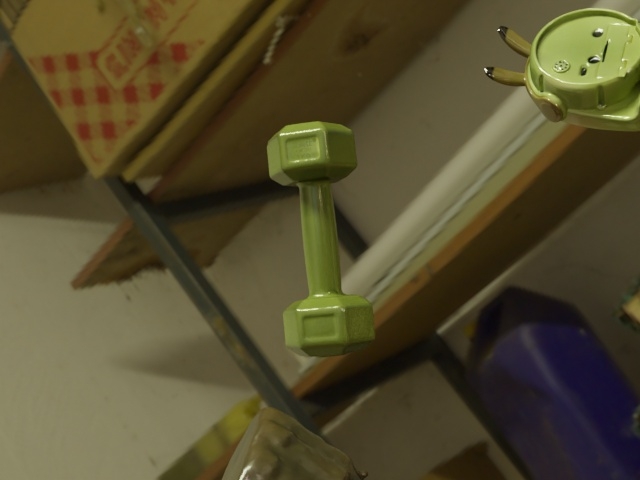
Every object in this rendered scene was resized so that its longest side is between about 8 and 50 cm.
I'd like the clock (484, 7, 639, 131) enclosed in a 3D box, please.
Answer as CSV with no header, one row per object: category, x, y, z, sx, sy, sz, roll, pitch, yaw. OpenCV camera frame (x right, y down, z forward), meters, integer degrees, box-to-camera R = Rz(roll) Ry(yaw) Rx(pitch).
clock,0.329,-0.222,1.351,0.069,0.232,0.170,67,-144,-51

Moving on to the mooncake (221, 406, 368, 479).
mooncake,-0.047,0.272,0.955,0.228,0.124,0.228,-63,1,2

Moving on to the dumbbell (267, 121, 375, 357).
dumbbell,0.000,0.000,1.398,0.122,0.301,0.108,-5,-2,10
